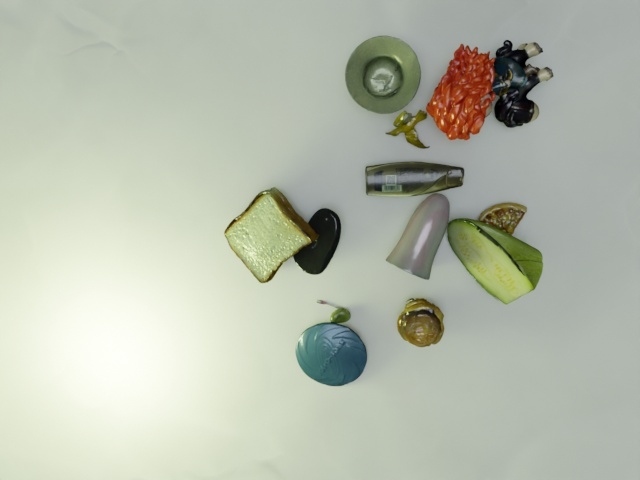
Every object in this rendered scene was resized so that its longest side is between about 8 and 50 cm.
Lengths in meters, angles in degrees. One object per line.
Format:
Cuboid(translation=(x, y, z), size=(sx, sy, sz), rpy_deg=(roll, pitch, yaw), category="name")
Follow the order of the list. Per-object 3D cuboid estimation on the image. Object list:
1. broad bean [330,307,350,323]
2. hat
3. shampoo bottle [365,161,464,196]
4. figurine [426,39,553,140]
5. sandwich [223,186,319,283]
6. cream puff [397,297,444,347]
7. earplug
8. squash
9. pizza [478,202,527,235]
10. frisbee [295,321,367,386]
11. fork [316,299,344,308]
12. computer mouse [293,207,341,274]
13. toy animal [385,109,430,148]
Cuboid(translation=(0.077, 0.296, 1.997), size=(0.083, 0.045, 0.063), rpy_deg=(-16, 109, 5), category="broad bean")
Cuboid(translation=(0.218, -0.565, 1.774), size=(0.256, 0.130, 0.258), rpy_deg=(1, 100, 8), category="hat")
Cuboid(translation=(0.338, -0.223, 1.845), size=(0.349, 0.084, 0.126), rpy_deg=(-2, 103, 8), category="shampoo bottle")
Cuboid(translation=(0.568, -0.501, 1.712), size=(0.410, 0.241, 0.307), rpy_deg=(-8, 123, -9), category="figurine")
Cuboid(translation=(-0.197, -0.020, 1.917), size=(0.301, 0.099, 0.271), rpy_deg=(-41, 83, 28), category="sandwich")
Cuboid(translation=(0.374, 0.302, 1.915), size=(0.188, 0.129, 0.189), rpy_deg=(2, 110, 7), category="cream puff")
Cuboid(translation=(0.375, -0.029, 1.849), size=(0.172, 0.172, 0.302), rpy_deg=(24, 96, 3), category="earplug")
Cuboid(translation=(0.581, 0.051, 1.791), size=(0.308, 0.234, 0.210), rpy_deg=(24, 65, -2), category="squash")
Cuboid(translation=(0.668, -0.071, 1.847), size=(0.174, 0.046, 0.134), rpy_deg=(-21, 97, 11), category="pizza")
Cuboid(translation=(0.040, 0.458, 2.009), size=(0.289, 0.049, 0.290), rpy_deg=(3, 109, 9), category="frisbee")
Cuboid(translation=(0.040, 0.255, 2.012), size=(0.115, 0.012, 0.016), rpy_deg=(16, 106, 0), category="fork")
Cuboid(translation=(0.000, 0.000, 1.929), size=(0.137, 0.086, 0.270), rpy_deg=(32, 111, 18), category="computer mouse")
Cuboid(translation=(0.306, -0.410, 1.822), size=(0.219, 0.155, 0.095), rpy_deg=(35, 76, -40), category="toy animal")
